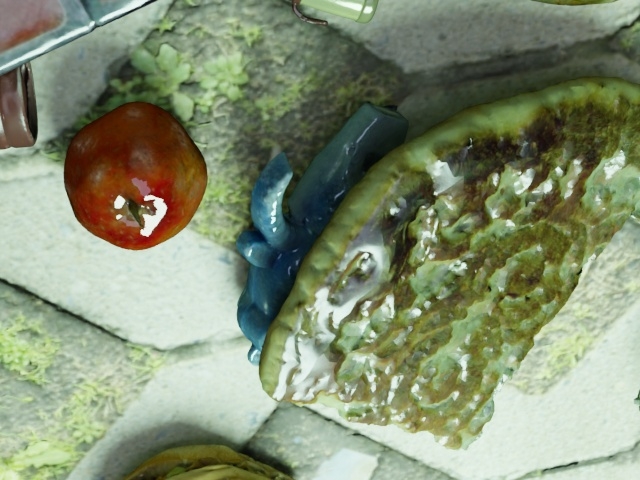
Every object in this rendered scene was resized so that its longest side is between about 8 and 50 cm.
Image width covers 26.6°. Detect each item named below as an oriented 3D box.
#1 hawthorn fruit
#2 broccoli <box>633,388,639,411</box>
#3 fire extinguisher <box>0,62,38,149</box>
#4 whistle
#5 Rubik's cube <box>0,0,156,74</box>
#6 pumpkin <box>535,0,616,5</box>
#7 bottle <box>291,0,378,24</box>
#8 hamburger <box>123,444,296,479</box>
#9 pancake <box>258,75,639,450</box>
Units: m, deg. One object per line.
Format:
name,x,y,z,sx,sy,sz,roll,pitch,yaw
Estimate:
hawthorn fruit,-0.163,-0.050,1.144,0.125,0.140,0.125,14,123,22
broccoli,0.492,0.152,1.201,0.275,0.397,0.353,-29,114,-22
fire extinguisher,-0.371,-0.107,1.091,0.269,0.105,0.104,-6,116,-5
whistle,0.000,0.000,1.206,0.180,0.093,0.269,13,114,-39
Rubik's cube,-0.260,-0.290,0.914,0.304,0.301,0.305,-23,117,3
pumpkin,0.242,-0.273,1.093,0.248,0.126,0.131,-21,118,1
bottle,-0.002,-0.216,1.131,0.101,0.047,0.063,12,75,-9
hamburger,-0.115,0.297,1.326,0.214,0.108,0.213,-6,118,-11
pancake,0.142,0.008,1.208,0.427,0.067,0.305,-49,130,1
